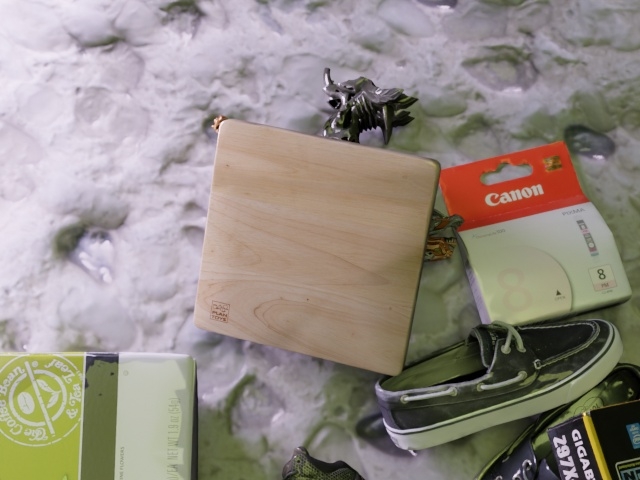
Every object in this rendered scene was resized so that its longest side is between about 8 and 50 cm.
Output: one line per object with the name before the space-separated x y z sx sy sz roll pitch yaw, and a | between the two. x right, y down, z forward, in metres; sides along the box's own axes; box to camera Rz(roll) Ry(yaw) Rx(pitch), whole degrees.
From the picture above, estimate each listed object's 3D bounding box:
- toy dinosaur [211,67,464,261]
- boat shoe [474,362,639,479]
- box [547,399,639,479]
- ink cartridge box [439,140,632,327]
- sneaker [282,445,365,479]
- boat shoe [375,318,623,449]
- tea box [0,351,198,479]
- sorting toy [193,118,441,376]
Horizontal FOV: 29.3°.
toy dinosaur | 0.028 -0.087 1.519 0.322 0.164 0.218 24 88 -18
boat shoe | 0.278 0.273 1.436 0.340 0.113 0.127 -42 80 -16
box | 0.427 0.297 1.369 0.322 0.079 0.257 -5 69 -33
ink cartridge box | 0.268 -0.009 1.557 0.189 0.066 0.232 -13 78 -8
sneaker | -0.041 0.323 1.400 0.227 0.087 0.130 -25 66 -22
boat shoe | 0.210 0.145 1.449 0.301 0.108 0.102 -20 118 1
tea box | -0.295 0.301 1.324 0.323 0.220 0.329 0 73 -4
sorting toy | 0.000 0.000 1.443 0.257 0.089 0.255 13 106 13
